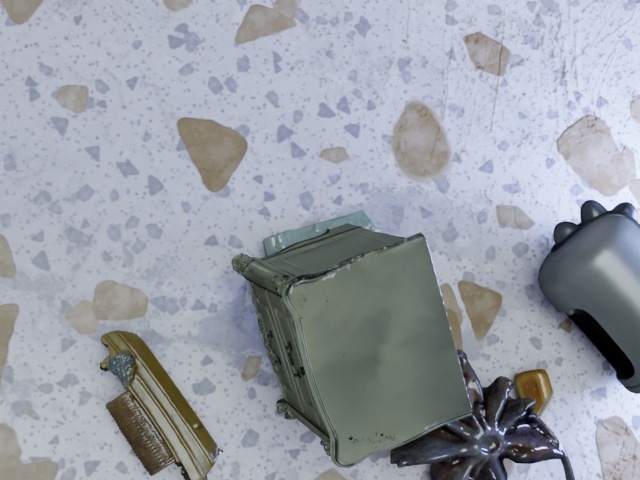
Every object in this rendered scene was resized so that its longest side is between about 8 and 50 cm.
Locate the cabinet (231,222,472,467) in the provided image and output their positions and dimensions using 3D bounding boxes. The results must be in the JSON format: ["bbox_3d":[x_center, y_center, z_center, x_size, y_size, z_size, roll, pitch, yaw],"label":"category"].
[{"bbox_3d":[0.032,0.141,1.628,0.227,0.318,0.290,-20,102,-17],"label":"cabinet"}]

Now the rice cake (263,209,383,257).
[{"bbox_3d":[0.000,0.000,1.806,0.206,0.063,0.069,-18,82,-16],"label":"rice cake"}]

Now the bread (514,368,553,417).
[{"bbox_3d":[0.382,0.277,1.850,0.062,0.049,0.103,-19,86,19],"label":"bread"}]

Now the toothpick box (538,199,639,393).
[{"bbox_3d":[0.528,0.081,1.833,0.229,0.229,0.316,-42,90,-16],"label":"toothpick box"}]

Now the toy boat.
[{"bbox_3d":[-0.266,0.284,1.685,0.115,0.089,0.310,-35,90,-13],"label":"toy boat"}]

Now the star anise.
[{"bbox_3d":[0.266,0.349,1.786,0.315,0.139,0.359,-13,99,-7],"label":"star anise"}]
